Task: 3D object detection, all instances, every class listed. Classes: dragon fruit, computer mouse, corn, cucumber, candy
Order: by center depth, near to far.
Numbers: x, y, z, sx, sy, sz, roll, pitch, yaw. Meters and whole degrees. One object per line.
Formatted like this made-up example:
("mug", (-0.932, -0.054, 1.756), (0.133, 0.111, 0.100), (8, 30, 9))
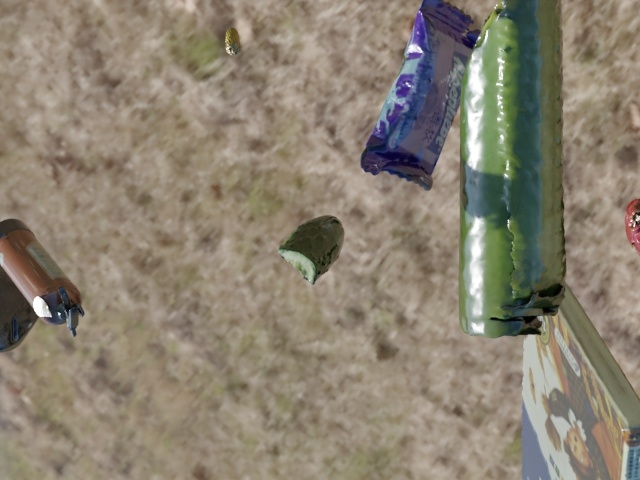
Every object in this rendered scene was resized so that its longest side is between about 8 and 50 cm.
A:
("cucumber", (0.000, 0.000, 1.488), (0.067, 0.107, 0.035), (43, 136, -4))
("dragon fruit", (0.469, -0.002, 1.615), (0.094, 0.094, 0.190), (12, 159, 34))
("candy", (0.153, -0.208, 1.726), (0.145, 0.275, 0.070), (23, 176, -41))
("computer mouse", (-0.457, 0.081, 1.743), (0.122, 0.217, 0.073), (23, 115, -3))
("corn", (-0.154, -0.353, 2.115), (0.028, 0.083, 0.027), (-25, 125, 12))

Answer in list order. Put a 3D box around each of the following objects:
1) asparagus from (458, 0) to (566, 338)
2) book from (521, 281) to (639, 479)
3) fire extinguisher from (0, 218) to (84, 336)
("asparagus", (0.189, -0.082, 1.173), (0.108, 0.128, 0.381), (-1, 110, 7))
("book", (0.313, 0.265, 1.456), (0.300, 0.039, 0.428), (-111, 11, -51))
("fire extinguisher", (-0.281, 0.039, 1.201), (0.177, 0.050, 0.062), (40, 145, 41))
